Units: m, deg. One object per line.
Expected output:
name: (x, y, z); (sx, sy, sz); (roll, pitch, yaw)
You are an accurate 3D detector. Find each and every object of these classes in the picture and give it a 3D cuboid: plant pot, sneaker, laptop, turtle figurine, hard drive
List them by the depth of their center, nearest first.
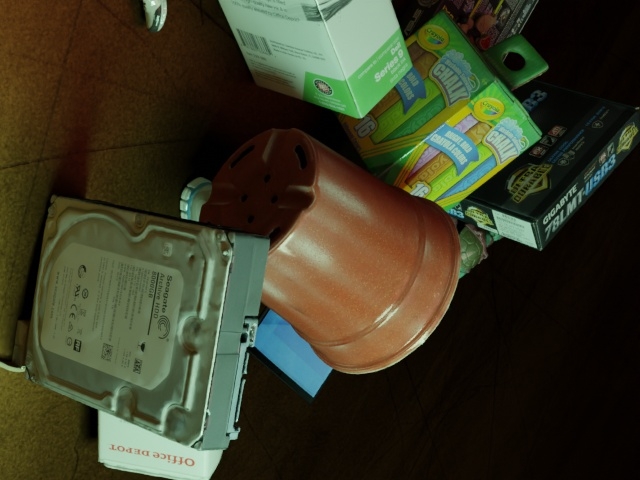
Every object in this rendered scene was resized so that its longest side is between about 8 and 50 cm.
hard drive: (-0.212, 0.083, 1.230); (0.064, 0.339, 0.237); (6, 94, -49)
sneaker: (-0.211, -0.307, 1.305); (0.043, 0.040, 0.109); (-10, 113, -26)
plant pot: (0.000, 0.000, 1.412); (0.265, 0.272, 0.272); (35, 81, -40)
sneaker: (-0.147, 0.012, 1.490); (0.071, 0.083, 0.191); (-29, 129, -37)
laptop: (0.049, 0.134, 1.716); (0.234, 0.264, 0.137); (48, 36, -48)
turtle figurine: (0.242, 0.004, 1.887); (0.234, 0.118, 0.175); (-38, 133, -37)

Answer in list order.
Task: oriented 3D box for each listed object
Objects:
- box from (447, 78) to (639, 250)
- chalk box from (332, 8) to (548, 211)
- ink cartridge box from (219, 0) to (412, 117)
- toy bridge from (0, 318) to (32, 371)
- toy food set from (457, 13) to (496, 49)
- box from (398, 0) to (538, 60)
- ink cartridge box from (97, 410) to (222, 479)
box: (0.319, -0.142, 1.754); (0.295, 0.293, 0.073); (-44, 137, -23)
chalk box: (0.195, -0.200, 1.596); (0.289, 0.180, 0.179); (-40, 141, 12)
ink cartridge box: (-0.028, -0.319, 1.355); (0.121, 0.211, 0.289); (-45, 136, -21)
toy bridge: (-0.371, 0.132, 1.347); (0.188, 0.026, 0.063); (-4, 112, -47)
toy food set: (0.236, -0.319, 1.698); (0.122, 0.019, 0.078); (-17, 121, -50)
box: (0.246, -0.374, 1.743); (0.216, 0.060, 0.270); (38, 79, -48)
ink cartridge box: (-0.210, 0.201, 1.442); (0.092, 0.158, 0.218); (-59, 156, -68)
